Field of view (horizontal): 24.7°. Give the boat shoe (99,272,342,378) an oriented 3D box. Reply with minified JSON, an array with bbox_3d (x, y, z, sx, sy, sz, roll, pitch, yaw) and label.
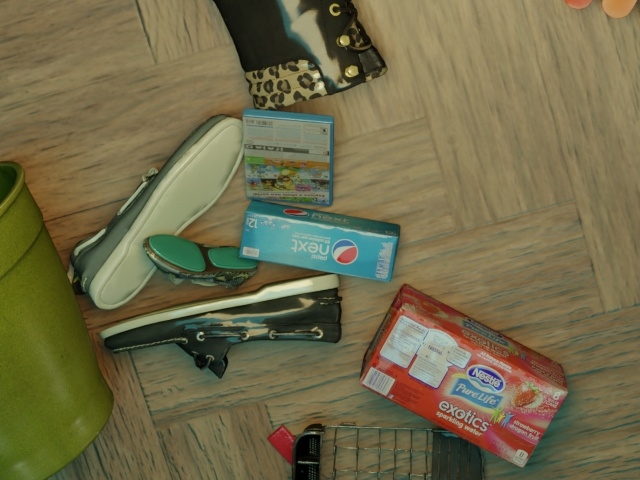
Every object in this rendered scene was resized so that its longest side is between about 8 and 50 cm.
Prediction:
[{"bbox_3d":[-0.130,0.130,2.009,0.340,0.127,0.113,-13,91,-1],"label":"boat shoe"}]

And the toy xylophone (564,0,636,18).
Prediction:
[{"bbox_3d":[0.458,-0.375,1.834,0.322,0.081,0.236,18,113,2],"label":"toy xylophone"}]

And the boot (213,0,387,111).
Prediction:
[{"bbox_3d":[0.023,-0.342,1.865,0.377,0.138,0.284,-17,101,13],"label":"boot"}]

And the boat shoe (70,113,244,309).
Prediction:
[{"bbox_3d":[-0.226,-0.056,1.976,0.099,0.116,0.319,44,102,31],"label":"boat shoe"}]

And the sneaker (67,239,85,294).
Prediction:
[{"bbox_3d":[-0.336,0.039,2.056,0.035,0.031,0.083,15,112,-9],"label":"sneaker"}]

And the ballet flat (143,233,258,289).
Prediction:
[{"bbox_3d":[-0.170,0.036,1.979,0.188,0.070,0.070,12,110,-38],"label":"ballet flat"}]

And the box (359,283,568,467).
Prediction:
[{"bbox_3d":[0.194,0.182,1.993,0.256,0.122,0.128,27,106,-2],"label":"box"}]

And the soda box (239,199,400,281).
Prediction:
[{"bbox_3d":[0.000,0.000,1.990,0.210,0.071,0.067,10,106,2],"label":"soda box"}]

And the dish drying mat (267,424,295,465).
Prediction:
[{"bbox_3d":[-0.038,0.305,2.105,0.032,0.008,0.083,-41,97,13],"label":"dish drying mat"}]

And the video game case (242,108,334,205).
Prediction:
[{"bbox_3d":[-0.042,-0.109,1.947,0.119,0.015,0.166,5,141,4],"label":"video game case"}]

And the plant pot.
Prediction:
[{"bbox_3d":[-0.463,0.141,1.954,0.366,0.366,0.353,-25,113,11],"label":"plant pot"}]

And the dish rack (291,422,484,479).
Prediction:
[{"bbox_3d":[0.096,0.358,2.073,0.271,0.074,0.208,2,106,3],"label":"dish rack"}]
